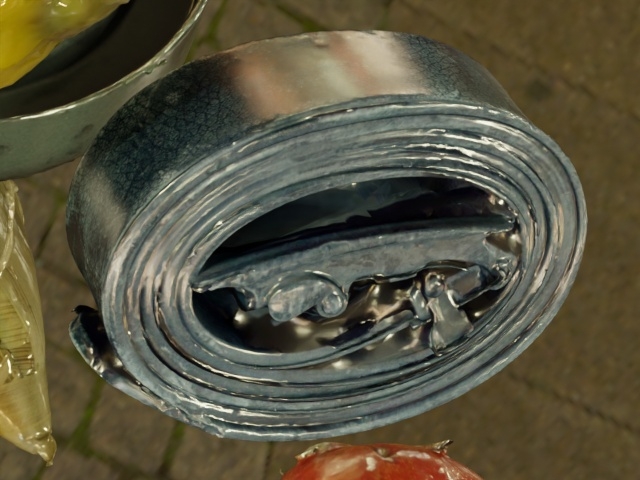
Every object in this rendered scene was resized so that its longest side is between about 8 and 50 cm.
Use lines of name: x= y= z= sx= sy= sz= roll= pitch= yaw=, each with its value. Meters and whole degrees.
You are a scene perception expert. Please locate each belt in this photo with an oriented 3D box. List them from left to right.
belt: x=0.000 y=0.000 z=0.738 sx=0.190 sy=0.141 sz=0.082 roll=-9 pitch=31 yaw=-16

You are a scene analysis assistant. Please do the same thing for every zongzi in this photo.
zongzi: x=-0.212 y=0.035 z=1.260 sx=0.197 sy=0.099 sz=0.194 roll=57 pitch=11 yaw=-11

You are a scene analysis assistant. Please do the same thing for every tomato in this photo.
tomato: x=0.047 y=0.205 z=1.255 sx=0.167 sy=0.167 sz=0.167 roll=14 pitch=53 yaw=-19

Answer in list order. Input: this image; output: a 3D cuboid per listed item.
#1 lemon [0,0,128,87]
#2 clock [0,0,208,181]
lemon: x=-0.226 y=-0.179 z=0.680 sx=0.387 sy=0.349 sz=0.349 roll=24 pitch=49 yaw=7
clock: x=-0.206 y=-0.163 z=1.060 sx=0.313 sy=0.061 sz=0.312 roll=7 pitch=53 yaw=-9
